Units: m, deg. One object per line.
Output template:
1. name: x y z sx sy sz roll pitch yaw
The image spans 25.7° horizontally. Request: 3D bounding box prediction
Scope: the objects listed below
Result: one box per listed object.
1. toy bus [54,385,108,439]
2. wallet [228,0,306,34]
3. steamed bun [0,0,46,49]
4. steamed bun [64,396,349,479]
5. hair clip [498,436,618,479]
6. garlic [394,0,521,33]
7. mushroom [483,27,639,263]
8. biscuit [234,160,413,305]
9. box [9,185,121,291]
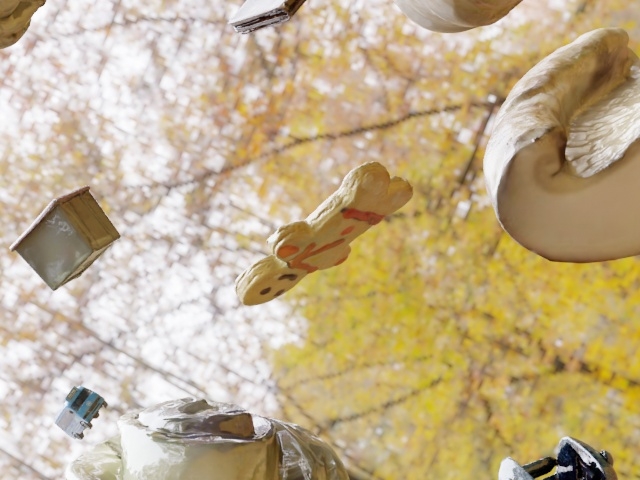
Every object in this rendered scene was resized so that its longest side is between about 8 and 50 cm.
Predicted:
1. toy bus: -0.283 0.201 1.650 0.038 0.046 0.083 -56 4 -31
2. wallet: -0.012 -0.260 1.342 0.026 0.095 0.176 52 -125 -26
3. steamed bun: -0.407 -0.334 1.321 0.219 0.324 0.309 90 176 -55
4. steamed bun: -0.118 0.261 1.283 0.394 0.347 0.237 -23 -51 -54
5. hair clip: 0.291 0.403 1.754 0.194 0.206 0.310 -19 -38 -20
6. garlic: 0.144 -0.277 1.195 0.228 0.152 0.228 -48 1 1
7. mushroom: 0.354 -0.131 1.848 0.397 0.314 0.224 -101 -11 -67
8. biscuit: 0.000 0.000 1.568 0.234 0.030 0.153 -38 -25 16
9. box: -0.241 -0.001 1.342 0.085 0.063 0.060 -42 -5 30
